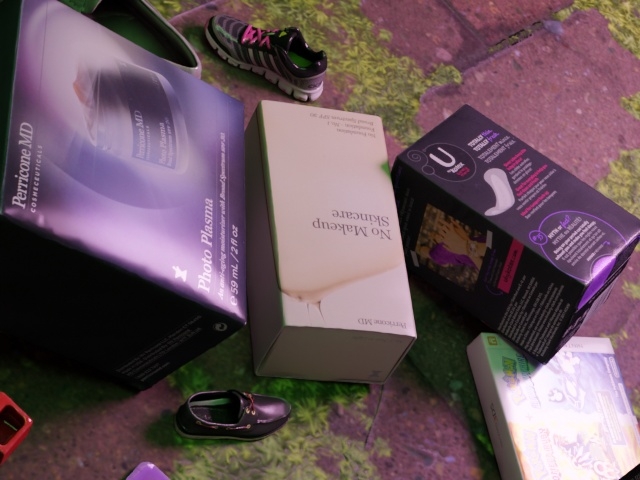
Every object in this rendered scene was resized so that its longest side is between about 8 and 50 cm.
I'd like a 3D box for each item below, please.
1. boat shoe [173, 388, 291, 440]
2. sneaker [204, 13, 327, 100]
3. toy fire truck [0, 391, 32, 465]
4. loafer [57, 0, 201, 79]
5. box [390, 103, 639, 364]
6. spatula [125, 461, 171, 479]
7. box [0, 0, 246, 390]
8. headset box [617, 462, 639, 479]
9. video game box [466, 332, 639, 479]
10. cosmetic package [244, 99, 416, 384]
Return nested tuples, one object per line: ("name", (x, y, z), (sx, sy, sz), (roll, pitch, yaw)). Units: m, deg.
("boat shoe", (-0.087, 0.181, 1.553), (0.133, 0.042, 0.049), (0, 55, -30))
("sneaker", (-0.062, -0.245, 1.859), (0.170, 0.075, 0.063), (30, 48, -4))
("toy fire truck", (-0.367, 0.152, 1.361), (0.192, 0.135, 0.047), (36, 48, 1))
("loafer", (-0.256, -0.279, 1.756), (0.319, 0.111, 0.112), (44, 48, 8))
("box", (0.218, -0.011, 1.756), (0.270, 0.143, 0.165), (37, 45, 17))
("spatula", (-0.215, 0.320, 1.388), (0.084, 0.030, 0.296), (41, 48, 2))
("box", (-0.237, -0.049, 1.494), (0.294, 0.183, 0.296), (26, 45, -35))
("headset box", (0.463, 0.289, 1.601), (0.246, 0.283, 0.131), (2, 56, -26))
("video game box", (0.281, 0.206, 1.726), (0.187, 0.048, 0.205), (2, 55, -24))
("cosmetic package", (0.000, 0.000, 1.681), (0.160, 0.113, 0.309), (5, 53, -20))
